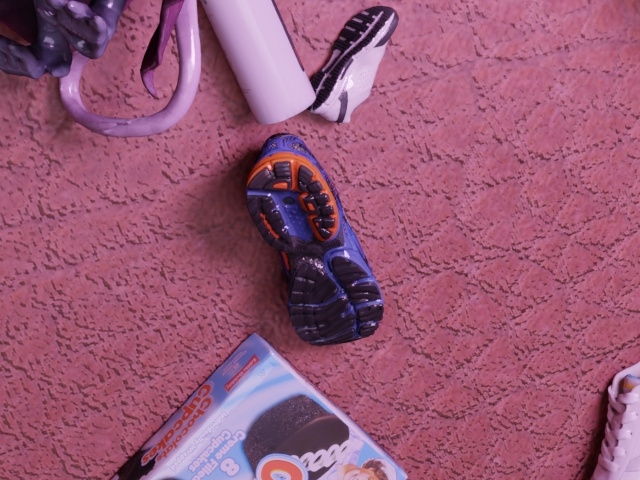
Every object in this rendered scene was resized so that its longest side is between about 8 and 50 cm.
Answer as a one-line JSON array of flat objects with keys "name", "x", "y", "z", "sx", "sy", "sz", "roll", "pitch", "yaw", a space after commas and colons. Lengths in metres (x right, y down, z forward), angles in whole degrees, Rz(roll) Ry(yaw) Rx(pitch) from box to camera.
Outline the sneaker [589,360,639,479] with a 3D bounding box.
[{"name": "sneaker", "x": 0.306, "y": 0.178, "z": 1.323, "sx": 0.092, "sy": 0.087, "sz": 0.228, "roll": 36, "pitch": 87, "yaw": -14}]

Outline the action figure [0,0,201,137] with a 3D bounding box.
[{"name": "action figure", "x": -0.093, "y": -0.280, "z": 0.981, "sx": 0.370, "sy": 0.248, "sz": 0.276, "roll": -68, "pitch": 151, "yaw": -17}]

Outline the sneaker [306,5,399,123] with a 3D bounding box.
[{"name": "sneaker", "x": 0.031, "y": -0.145, "z": 1.152, "sx": 0.044, "sy": 0.040, "sz": 0.109, "roll": 32, "pitch": 98, "yaw": -41}]

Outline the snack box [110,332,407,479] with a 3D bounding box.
[{"name": "snack box", "x": -0.099, "y": 0.258, "z": 1.211, "sx": 0.322, "sy": 0.060, "sz": 0.187, "roll": -46, "pitch": 115, "yaw": -1}]

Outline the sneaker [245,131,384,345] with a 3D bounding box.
[{"name": "sneaker", "x": 0.000, "y": 0.000, "z": 1.158, "sx": 0.083, "sy": 0.087, "sz": 0.221, "roll": -11, "pitch": 128, "yaw": 8}]

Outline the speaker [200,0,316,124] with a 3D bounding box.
[{"name": "speaker", "x": -0.053, "y": -0.161, "z": 1.103, "sx": 0.055, "sy": 0.055, "sz": 0.136, "roll": -28, "pitch": 113, "yaw": -9}]
